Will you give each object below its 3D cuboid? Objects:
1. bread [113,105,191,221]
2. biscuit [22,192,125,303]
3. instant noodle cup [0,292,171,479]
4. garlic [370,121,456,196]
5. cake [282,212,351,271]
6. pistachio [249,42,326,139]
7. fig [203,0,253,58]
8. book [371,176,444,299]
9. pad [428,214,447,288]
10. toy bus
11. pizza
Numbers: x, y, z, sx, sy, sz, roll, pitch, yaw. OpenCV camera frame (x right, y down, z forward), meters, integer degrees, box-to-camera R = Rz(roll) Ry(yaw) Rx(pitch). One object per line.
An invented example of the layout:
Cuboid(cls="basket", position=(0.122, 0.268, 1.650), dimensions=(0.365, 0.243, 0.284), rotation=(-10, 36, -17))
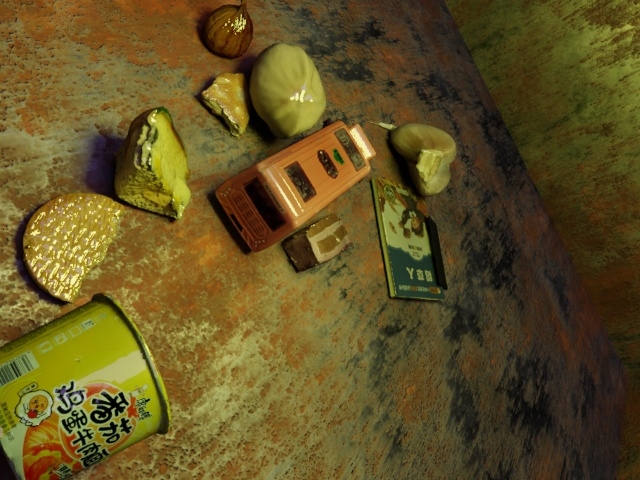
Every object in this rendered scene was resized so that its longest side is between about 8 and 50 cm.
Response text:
Cuboid(cls="bread", position=(-0.363, -0.155, 0.964), dimensions=(0.133, 0.251, 0.174), rotation=(-2, 70, 0))
Cuboid(cls="biscuit", position=(-0.468, -0.002, 0.857), dimensions=(0.144, 0.033, 0.224), rotation=(32, 52, -29))
Cuboid(cls="instant noodle cup", position=(-0.379, 0.234, 0.695), dimensions=(0.200, 0.264, 0.264), rotation=(-26, 92, -40))
Cuboid(cls="garlic", position=(0.362, -0.308, 1.731), dimensions=(0.246, 0.231, 0.340), rotation=(-14, 40, -29))
Cuboid(cls="cake", position=(0.000, 0.000, 1.303), dimensions=(0.295, 0.113, 0.116), rotation=(-28, 95, -61))
Cuboid(cls="pistachio", position=(-0.098, -0.424, 1.282), dimensions=(0.208, 0.226, 0.332), rotation=(1, 51, -27))
Cuboid(cls="fig", position=(-0.229, -0.601, 1.246), dimensions=(0.134, 0.201, 0.146), rotation=(21, 52, -26))
Cuboid(cls="book", position=(0.312, 0.000, 1.631), dimensions=(0.300, 0.039, 0.428), rotation=(10, 66, -44))
Cuboid(cls="pad", position=(0.437, 0.046, 1.722), dimensions=(0.159, 0.009, 0.265), rotation=(30, 50, -62))
Cuboid(cls="toy bus", position=(-0.047, -0.162, 1.204), dimensions=(0.427, 0.233, 0.203), rotation=(-41, 102, -46))
Cuboid(cls="pizza", position=(-0.251, -0.368, 1.224), dimensions=(0.161, 0.062, 0.182), rotation=(2, 76, -52))
